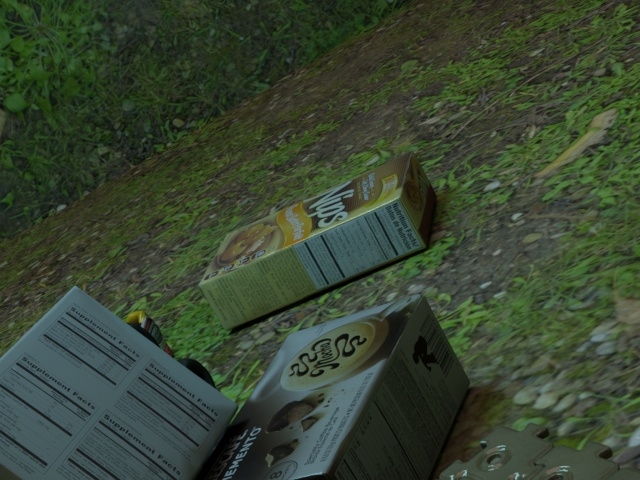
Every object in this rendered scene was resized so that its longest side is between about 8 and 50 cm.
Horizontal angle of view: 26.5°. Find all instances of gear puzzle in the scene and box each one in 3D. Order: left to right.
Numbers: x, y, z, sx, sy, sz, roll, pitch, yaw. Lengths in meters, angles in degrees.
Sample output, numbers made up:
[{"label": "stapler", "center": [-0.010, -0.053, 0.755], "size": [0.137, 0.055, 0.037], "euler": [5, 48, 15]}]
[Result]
[{"label": "gear puzzle", "center": [0.190, 0.230, 1.025], "size": [0.175, 0.044, 0.339], "euler": [-35, 20, -22]}]

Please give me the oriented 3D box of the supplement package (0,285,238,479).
[{"label": "supplement package", "center": [-0.237, 0.215, 1.201], "size": [0.199, 0.198, 0.262], "euler": [-53, 1, 26]}]

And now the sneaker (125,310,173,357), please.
[{"label": "sneaker", "center": [-0.311, 0.168, 1.868], "size": [0.088, 0.092, 0.225], "euler": [-13, 13, 46]}]

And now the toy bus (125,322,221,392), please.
[{"label": "toy bus", "center": [-0.203, 0.223, 1.489], "size": [0.149, 0.220, 0.211], "euler": [-37, 45, 18]}]

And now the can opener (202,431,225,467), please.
[{"label": "can opener", "center": [-0.081, 0.210, 1.491], "size": [0.059, 0.073, 0.186], "euler": [-32, 6, 22]}]

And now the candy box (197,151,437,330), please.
[{"label": "candy box", "center": [0.000, 0.000, 1.903], "size": [0.316, 0.087, 0.183], "euler": [-24, 18, 19]}]

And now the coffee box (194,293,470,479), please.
[{"label": "coffee box", "center": [0.011, 0.191, 1.280], "size": [0.168, 0.118, 0.297], "euler": [-19, 20, 30]}]
